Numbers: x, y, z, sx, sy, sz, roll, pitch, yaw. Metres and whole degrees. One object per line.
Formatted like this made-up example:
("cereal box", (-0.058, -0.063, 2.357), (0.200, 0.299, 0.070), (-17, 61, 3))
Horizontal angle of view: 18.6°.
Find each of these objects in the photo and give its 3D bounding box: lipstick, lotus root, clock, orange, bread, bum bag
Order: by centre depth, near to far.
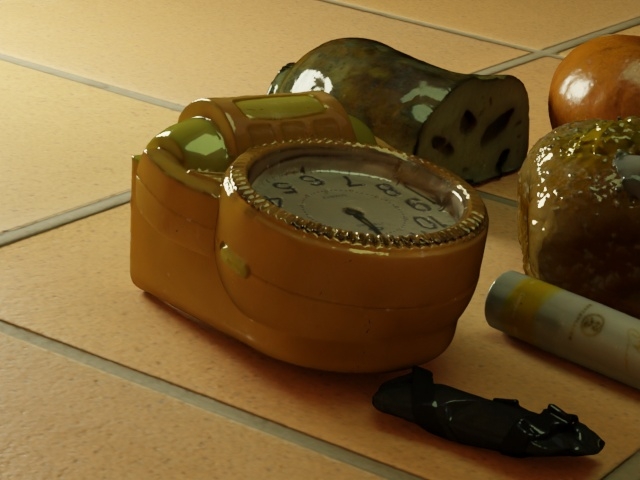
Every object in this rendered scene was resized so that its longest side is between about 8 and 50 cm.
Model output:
("bum bag", (0.128, 0.135, 1.536), (0.197, 0.049, 0.087), (15, 15, 32))
("clock", (0.000, 0.000, 1.681), (0.244, 0.200, 0.317), (-10, 28, -32))
("lipstick", (0.260, 0.092, 1.683), (0.264, 0.059, 0.059), (22, 25, 39))
("bread", (0.288, -0.034, 1.871), (0.195, 0.176, 0.246), (6, 20, -3))
("orange", (0.369, -0.135, 2.185), (0.240, 0.171, 0.240), (9, 17, -3))
("lotus root", (0.068, -0.153, 2.193), (0.260, 0.149, 0.267), (19, 20, 31))

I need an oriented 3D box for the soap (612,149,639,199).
("soap", (0.433, 0.016, 1.739), (0.302, 0.258, 0.159), (4, 33, 25))
